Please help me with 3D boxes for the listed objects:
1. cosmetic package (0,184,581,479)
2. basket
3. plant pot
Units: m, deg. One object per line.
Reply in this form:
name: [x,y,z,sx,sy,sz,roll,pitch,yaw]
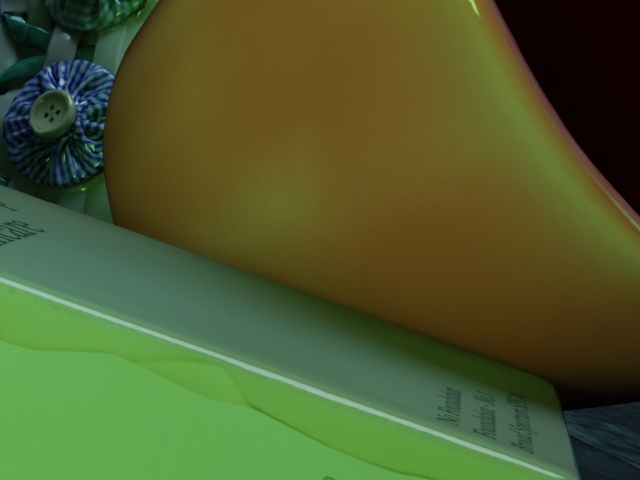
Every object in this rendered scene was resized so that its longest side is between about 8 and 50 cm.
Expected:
cosmetic package: [-0.096,0.048,0.486,0.309,0.113,0.160,20,5,2]
basket: [-0.039,-0.039,0.834,0.289,0.255,0.201,7,-21,0]
plant pot: [0.063,-0.055,0.637,0.275,0.275,0.243,16,-29,-33]
